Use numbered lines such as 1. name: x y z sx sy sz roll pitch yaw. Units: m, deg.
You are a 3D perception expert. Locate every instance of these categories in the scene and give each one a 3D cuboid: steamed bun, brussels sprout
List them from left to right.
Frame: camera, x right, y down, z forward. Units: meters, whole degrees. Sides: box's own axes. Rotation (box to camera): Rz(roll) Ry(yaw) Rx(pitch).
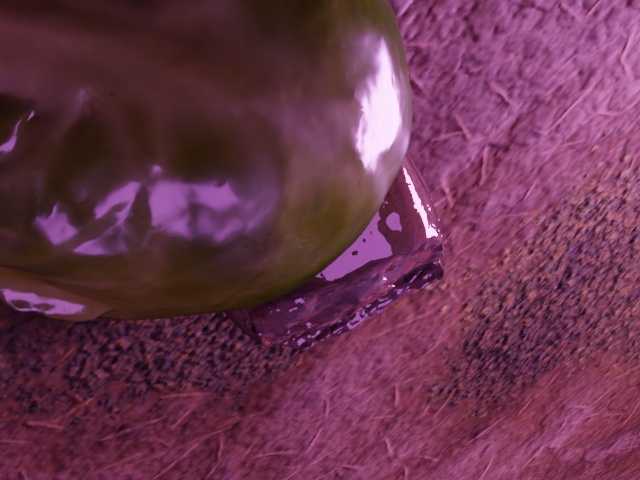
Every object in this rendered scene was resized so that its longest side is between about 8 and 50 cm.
1. brussels sprout: -0.084 -0.062 0.657 0.244 0.244 0.244 -25 150 -15
2. steamed bun: 0.000 0.000 0.942 0.145 0.106 0.175 -34 153 0
